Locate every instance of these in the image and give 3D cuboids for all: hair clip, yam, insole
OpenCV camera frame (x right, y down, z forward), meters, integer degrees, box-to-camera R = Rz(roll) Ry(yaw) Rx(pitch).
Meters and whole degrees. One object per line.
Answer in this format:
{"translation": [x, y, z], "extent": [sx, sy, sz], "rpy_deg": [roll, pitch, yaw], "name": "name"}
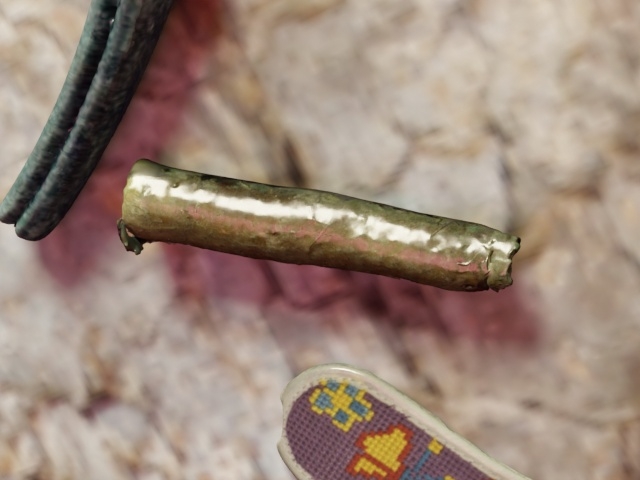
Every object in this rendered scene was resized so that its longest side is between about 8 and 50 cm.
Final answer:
{"translation": [-0.060, -0.116, 0.587], "extent": [0.083, 0.048, 0.275], "rpy_deg": [16, 115, 9], "name": "hair clip"}
{"translation": [0.000, 0.000, 0.618], "extent": [0.129, 0.027, 0.033], "rpy_deg": [11, 103, 14], "name": "yam"}
{"translation": [0.069, 0.105, 0.645], "extent": [0.197, 0.004, 0.065], "rpy_deg": [35, 117, 5], "name": "insole"}
